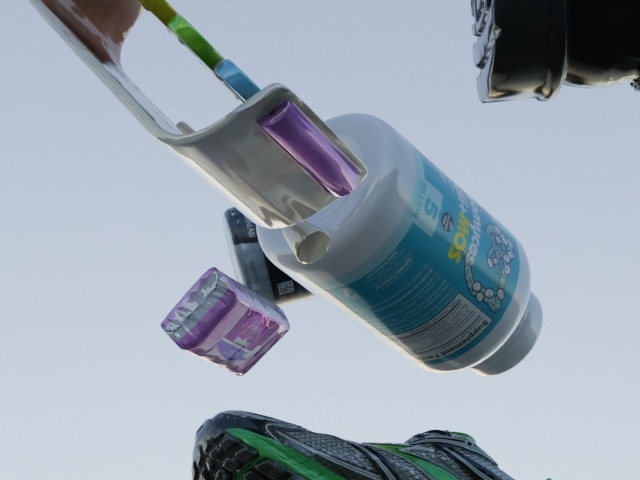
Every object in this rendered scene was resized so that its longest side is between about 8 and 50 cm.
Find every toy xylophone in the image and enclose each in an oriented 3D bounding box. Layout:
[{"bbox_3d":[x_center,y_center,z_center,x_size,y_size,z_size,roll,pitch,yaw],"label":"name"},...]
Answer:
[{"bbox_3d":[-0.088,-0.109,1.096,0.081,0.322,0.236,-46,-33,2],"label":"toy xylophone"}]

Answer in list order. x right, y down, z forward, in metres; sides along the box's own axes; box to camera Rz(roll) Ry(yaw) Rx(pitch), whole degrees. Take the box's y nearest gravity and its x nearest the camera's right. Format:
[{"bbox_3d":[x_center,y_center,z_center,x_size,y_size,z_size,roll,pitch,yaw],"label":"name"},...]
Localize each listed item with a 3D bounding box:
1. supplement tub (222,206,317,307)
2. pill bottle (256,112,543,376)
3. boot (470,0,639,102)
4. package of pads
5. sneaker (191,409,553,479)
[{"bbox_3d":[0.000,0.000,1.661,0.190,0.117,0.117,-14,-44,-6],"label":"supplement tub"},{"bbox_3d":[0.079,0.018,1.322,0.146,0.146,0.264,-27,-45,28],"label":"pill bottle"},{"bbox_3d":[0.202,-0.228,0.778,0.260,0.347,0.131,-2,1,1],"label":"boot"},{"bbox_3d":[-0.057,0.050,0.964,0.050,0.032,0.083,-45,-29,5],"label":"package of pads"},{"bbox_3d":[0.053,0.216,1.289,0.344,0.146,0.134,24,-44,-16],"label":"sneaker"}]
